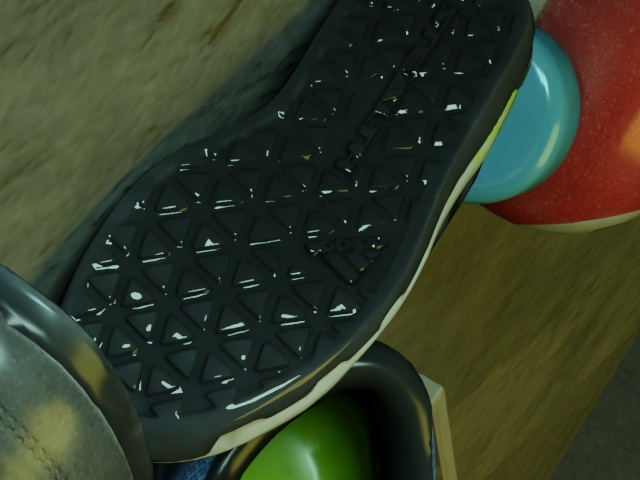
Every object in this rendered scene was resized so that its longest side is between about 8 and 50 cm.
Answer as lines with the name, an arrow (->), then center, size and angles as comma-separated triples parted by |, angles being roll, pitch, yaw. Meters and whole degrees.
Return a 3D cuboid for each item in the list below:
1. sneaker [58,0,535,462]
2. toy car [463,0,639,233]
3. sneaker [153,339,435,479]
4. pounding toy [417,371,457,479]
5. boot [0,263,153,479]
sneaker -> 0.000, 0.000, 0.633 | 0.235, 0.084, 0.097 | -47, 165, -36
toy car -> 0.184, -0.062, 0.806 | 0.210, 0.238, 0.219 | -61, 166, 16
sneaker -> -0.031, 0.173, 0.599 | 0.147, 0.129, 0.330 | 142, -39, -58
pounding toy -> -0.016, 0.124, 0.878 | 0.130, 0.100, 0.141 | -52, 155, -22
boot -> -0.117, 0.174, 0.516 | 0.223, 0.118, 0.338 | -48, 160, -37
